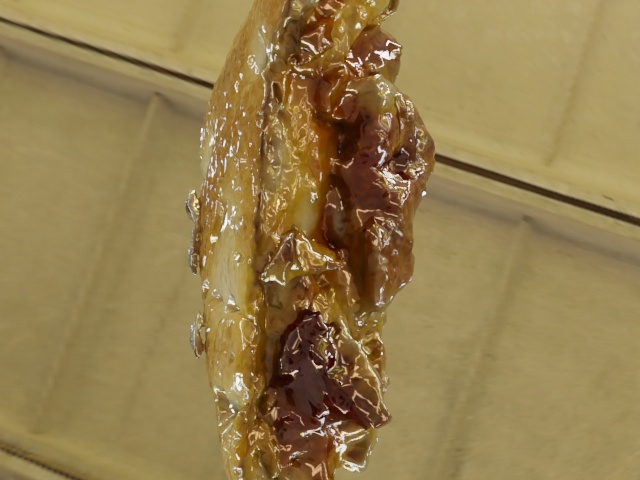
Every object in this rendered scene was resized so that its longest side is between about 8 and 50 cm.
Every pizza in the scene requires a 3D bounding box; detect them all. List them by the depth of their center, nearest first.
[{"bbox_3d":[0.001,0.000,0.584,0.069,0.154,0.193,4,-109,-16],"label":"pizza"}]
